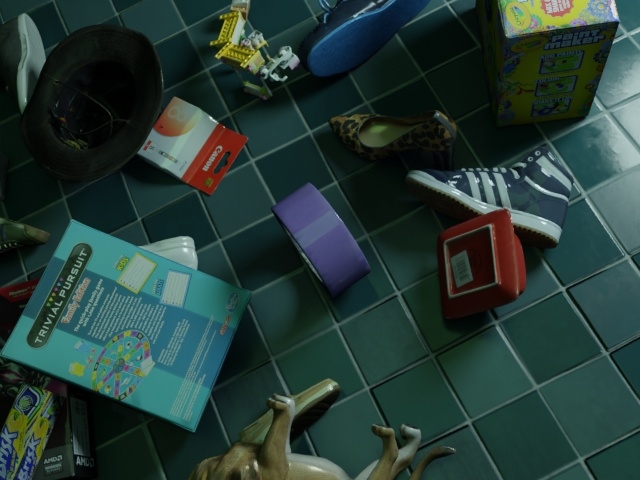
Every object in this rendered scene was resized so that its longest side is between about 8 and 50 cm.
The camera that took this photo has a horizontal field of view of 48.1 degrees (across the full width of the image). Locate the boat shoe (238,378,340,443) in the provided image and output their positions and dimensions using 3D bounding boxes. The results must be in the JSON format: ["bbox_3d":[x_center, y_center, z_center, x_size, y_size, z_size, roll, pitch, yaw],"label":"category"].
[{"bbox_3d":[-0.057,0.282,1.193,0.190,0.068,0.072,-36,55,-5],"label":"boat shoe"}]

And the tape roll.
[{"bbox_3d":[0.000,0.000,1.224,0.080,0.189,0.189,-34,67,-4],"label":"tape roll"}]

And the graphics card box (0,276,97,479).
[{"bbox_3d":[-0.536,0.260,1.271,0.232,0.094,0.371,-14,68,4],"label":"graphics card box"}]

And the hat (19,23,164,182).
[{"bbox_3d":[-0.426,-0.255,1.436,0.331,0.134,0.331,-5,74,17],"label":"hat"}]

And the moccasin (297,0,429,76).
[{"bbox_3d":[0.080,-0.446,1.434,0.342,0.138,0.117,-37,62,-21],"label":"moccasin"}]

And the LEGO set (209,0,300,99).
[{"bbox_3d":[-0.142,-0.379,1.453,0.132,0.107,0.287,-33,47,0],"label":"LEGO set"}]

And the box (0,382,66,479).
[{"bbox_3d":[-0.479,0.322,1.155,0.054,0.059,0.169,13,72,14],"label":"box"}]

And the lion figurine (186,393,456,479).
[{"bbox_3d":[-0.006,0.376,1.090,0.392,0.142,0.240,14,84,0],"label":"lion figurine"}]

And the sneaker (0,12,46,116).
[{"bbox_3d":[-0.670,-0.348,1.535,0.146,0.104,0.296,-21,61,4],"label":"sneaker"}]

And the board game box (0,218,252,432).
[{"bbox_3d":[-0.320,0.147,1.223,0.336,0.079,0.254,22,70,-2],"label":"board game box"}]

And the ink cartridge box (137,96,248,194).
[{"bbox_3d":[-0.257,-0.189,1.425,0.179,0.045,0.145,26,76,21],"label":"ink cartridge box"}]

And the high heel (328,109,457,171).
[{"bbox_3d":[0.122,-0.211,1.285,0.261,0.186,0.093,22,74,17],"label":"high heel"}]

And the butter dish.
[{"bbox_3d":[0.285,0.048,1.198,0.160,0.118,0.160,-24,61,45],"label":"butter dish"}]

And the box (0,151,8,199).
[{"bbox_3d":[-0.700,-0.139,1.454,0.087,0.102,0.101,-7,68,5],"label":"box"}]

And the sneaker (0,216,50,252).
[{"bbox_3d":[-0.626,0.000,1.411,0.192,0.064,0.086,15,80,16],"label":"sneaker"}]

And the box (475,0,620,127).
[{"bbox_3d":[0.381,-0.401,1.264,0.177,0.279,0.290,-6,68,8],"label":"box"}]

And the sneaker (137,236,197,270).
[{"bbox_3d":[-0.331,0.060,1.327,0.212,0.080,0.094,-14,79,3],"label":"sneaker"}]

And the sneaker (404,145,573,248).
[{"bbox_3d":[0.301,-0.105,1.257,0.282,0.099,0.153,22,79,11],"label":"sneaker"}]
